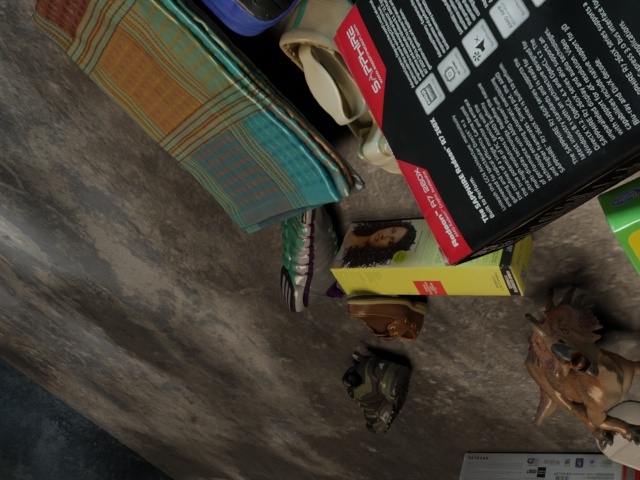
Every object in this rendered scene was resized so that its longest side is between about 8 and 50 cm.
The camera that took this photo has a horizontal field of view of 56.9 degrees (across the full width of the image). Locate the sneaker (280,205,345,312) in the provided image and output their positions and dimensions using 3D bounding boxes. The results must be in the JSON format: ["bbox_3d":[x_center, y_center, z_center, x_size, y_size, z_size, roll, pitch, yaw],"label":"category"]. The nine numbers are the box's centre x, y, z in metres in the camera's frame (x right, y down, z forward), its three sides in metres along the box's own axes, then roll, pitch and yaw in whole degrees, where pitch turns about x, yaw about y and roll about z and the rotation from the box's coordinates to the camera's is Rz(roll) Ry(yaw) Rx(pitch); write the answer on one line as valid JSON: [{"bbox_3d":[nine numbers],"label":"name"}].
[{"bbox_3d":[0.000,0.000,0.816,0.098,0.083,0.224,-9,134,-19],"label":"sneaker"}]

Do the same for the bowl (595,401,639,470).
[{"bbox_3d":[0.504,0.313,0.904,0.141,0.053,0.142,19,146,11],"label":"bowl"}]

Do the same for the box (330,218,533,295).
[{"bbox_3d":[0.132,0.020,0.726,0.232,0.087,0.058,-3,136,33],"label":"box"}]

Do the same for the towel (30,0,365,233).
[{"bbox_3d":[-0.150,-0.153,0.650,0.370,0.040,0.271,44,154,-18],"label":"towel"}]

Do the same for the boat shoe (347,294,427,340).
[{"bbox_3d":[0.096,0.109,0.815,0.064,0.060,0.178,-1,169,34],"label":"boat shoe"}]

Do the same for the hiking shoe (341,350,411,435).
[{"bbox_3d":[0.098,0.277,1.097,0.114,0.086,0.227,28,141,20],"label":"hiking shoe"}]

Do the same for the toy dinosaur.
[{"bbox_3d":[0.323,0.161,0.770,0.200,0.127,0.296,30,157,6],"label":"toy dinosaur"}]

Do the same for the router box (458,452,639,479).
[{"bbox_3d":[0.493,0.525,1.156,0.301,0.082,0.335,43,141,-23],"label":"router box"}]

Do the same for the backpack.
[{"bbox_3d":[-0.071,-0.242,0.510,0.120,0.098,0.101,38,172,-18],"label":"backpack"}]

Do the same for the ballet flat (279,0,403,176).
[{"bbox_3d":[0.048,-0.127,0.592,0.086,0.086,0.248,-14,129,42],"label":"ballet flat"}]

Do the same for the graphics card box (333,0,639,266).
[{"bbox_3d":[0.168,-0.162,0.364,0.371,0.094,0.233,-45,65,53],"label":"graphics card box"}]

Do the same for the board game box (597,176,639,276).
[{"bbox_3d":[0.361,0.043,0.395,0.213,0.046,0.317,-30,117,27],"label":"board game box"}]
